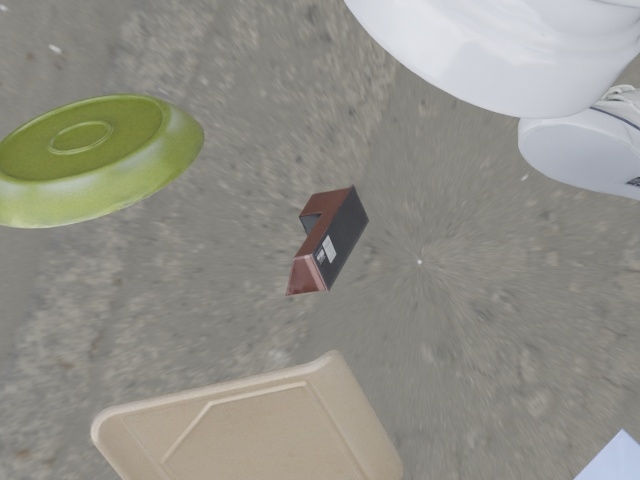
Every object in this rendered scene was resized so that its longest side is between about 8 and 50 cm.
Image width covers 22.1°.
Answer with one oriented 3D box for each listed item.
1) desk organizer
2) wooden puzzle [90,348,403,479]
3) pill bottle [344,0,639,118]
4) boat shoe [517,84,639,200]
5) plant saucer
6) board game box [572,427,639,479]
[{"bbox_3d":[0.000,0.000,1.658,0.050,0.130,0.047,-9,119,28],"label":"desk organizer"},{"bbox_3d":[-0.063,0.188,1.518,0.239,0.221,0.044,-17,49,10],"label":"wooden puzzle"},{"bbox_3d":[0.113,-0.174,0.545,0.153,0.153,0.264,36,130,3],"label":"pill bottle"},{"bbox_3d":[0.283,-0.099,1.508,0.267,0.096,0.088,12,64,-33],"label":"boat shoe"},{"bbox_3d":[-0.237,-0.090,1.649,0.241,0.241,0.037,-14,119,3],"label":"plant saucer"},{"bbox_3d":[0.209,0.247,1.013,0.211,0.039,0.160,44,92,13],"label":"board game box"}]
